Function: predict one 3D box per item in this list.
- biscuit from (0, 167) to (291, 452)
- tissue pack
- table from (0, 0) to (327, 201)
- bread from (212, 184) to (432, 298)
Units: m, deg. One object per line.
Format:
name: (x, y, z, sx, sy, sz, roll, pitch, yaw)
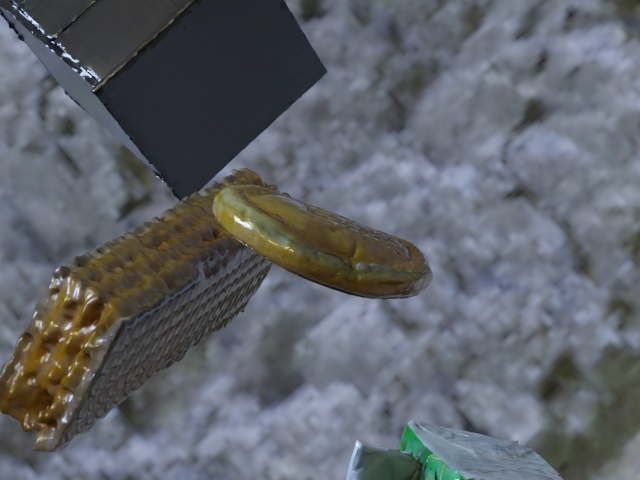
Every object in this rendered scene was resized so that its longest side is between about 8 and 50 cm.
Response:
biscuit: (-0.093, 0.032, 1.157, 0.054, 0.094, 0.379, 31, -163, 7)
tissue pack: (0.074, 0.249, 1.432, 0.156, 0.209, 0.148, 13, -172, -12)
table: (-0.140, -0.178, 1.609, 0.193, 0.169, 0.172, 42, 172, 39)
bread: (0.000, 0.000, 0.902, 0.110, 0.024, 0.110, 22, -171, -4)
